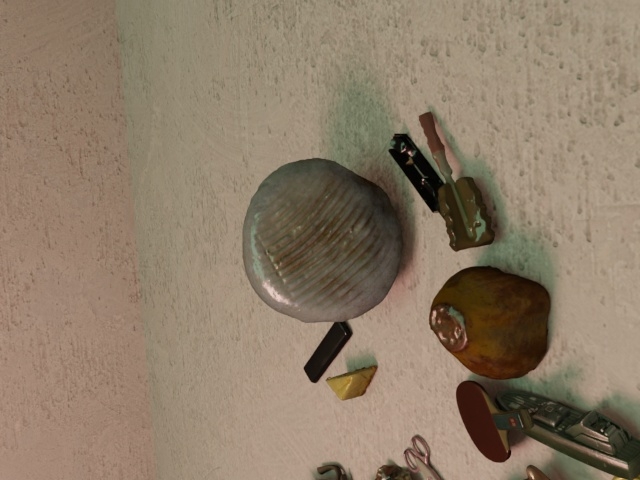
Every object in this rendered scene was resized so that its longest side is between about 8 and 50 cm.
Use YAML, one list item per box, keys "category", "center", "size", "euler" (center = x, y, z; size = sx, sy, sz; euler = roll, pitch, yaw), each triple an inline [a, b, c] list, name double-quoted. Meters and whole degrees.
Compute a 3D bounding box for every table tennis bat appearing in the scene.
- category: "table tennis bat"
  center: [0.305, 0.321, 1.053]
  size: [0.274, 0.021, 0.154]
  euler: [113, 138, -71]

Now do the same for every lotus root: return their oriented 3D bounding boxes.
- category: "lotus root"
  center: [0.272, 0.151, 1.029]
  size: [0.188, 0.180, 0.198]
  euler: [13, 105, 50]

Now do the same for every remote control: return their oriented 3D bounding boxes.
- category: "remote control"
  center: [0.015, 0.290, 1.544]
  size: [0.063, 0.025, 0.245]
  euler: [56, 137, 28]

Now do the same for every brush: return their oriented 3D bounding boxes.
- category: "brush"
  center: [0.242, -0.122, 1.113]
  size: [0.071, 0.084, 0.300]
  euler: [70, -174, -66]

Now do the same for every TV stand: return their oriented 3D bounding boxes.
- category: "TV stand"
  center: [0.213, -0.117, 1.187]
  size: [0.249, 0.036, 0.042]
  euler: [60, 138, 29]

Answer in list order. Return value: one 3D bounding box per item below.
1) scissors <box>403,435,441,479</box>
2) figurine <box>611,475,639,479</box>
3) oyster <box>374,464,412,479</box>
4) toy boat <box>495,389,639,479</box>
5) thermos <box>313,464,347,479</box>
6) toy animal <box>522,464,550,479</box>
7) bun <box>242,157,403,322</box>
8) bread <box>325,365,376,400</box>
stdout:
- category: "scissors"
  center: [0.238, 0.506, 1.262]
  size: [0.176, 0.022, 0.085]
  euler: [51, 131, 42]
- category: "figurine"
  center: [0.498, 0.369, 0.837]
  size: [0.187, 0.083, 0.083]
  euler: [-44, 60, 56]
- category: "oyster"
  center: [0.155, 0.641, 1.339]
  size: [0.275, 0.101, 0.270]
  euler: [18, 95, 57]
- category: "toy boat"
  center: [0.392, 0.296, 0.960]
  size: [0.261, 0.078, 0.085]
  euler: [14, 126, 56]
- category: "thermos"
  center: [0.008, 0.665, 1.559]
  size: [0.193, 0.105, 0.137]
  euler: [-40, 32, 46]
- category: "toy animal"
  center: [0.333, 0.507, 1.019]
  size: [0.154, 0.167, 0.250]
  euler: [52, 132, 19]
- category: "bun"
  center: [0.000, 0.000, 1.281]
  size: [0.211, 0.362, 0.361]
  euler: [-118, 26, -83]
- category: "bread"
  center: [0.070, 0.322, 1.417]
  size: [0.080, 0.084, 0.109]
  euler: [49, 133, 37]
